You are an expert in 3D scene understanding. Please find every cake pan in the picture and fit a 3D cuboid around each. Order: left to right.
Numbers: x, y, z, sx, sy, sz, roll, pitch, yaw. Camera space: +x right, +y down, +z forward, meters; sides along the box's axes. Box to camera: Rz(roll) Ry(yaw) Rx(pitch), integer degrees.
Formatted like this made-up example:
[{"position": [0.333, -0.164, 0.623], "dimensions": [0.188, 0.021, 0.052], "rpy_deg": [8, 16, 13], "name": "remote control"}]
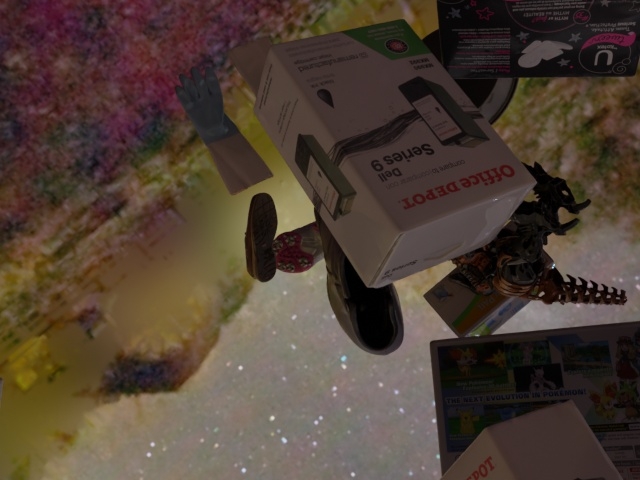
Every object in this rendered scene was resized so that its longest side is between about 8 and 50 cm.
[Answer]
[{"position": [0.285, -0.349, 1.544], "dimensions": [0.293, 0.293, 0.054], "rpy_deg": [-40, 144, 19], "name": "cake pan"}]

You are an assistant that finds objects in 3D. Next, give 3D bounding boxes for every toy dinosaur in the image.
[{"position": [0.306, 0.009, 1.100], "dimensions": [0.164, 0.322, 0.218], "rpy_deg": [-76, 180, -55], "name": "toy dinosaur"}]

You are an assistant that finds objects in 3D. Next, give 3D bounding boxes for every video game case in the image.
[{"position": [0.334, 0.278, 1.017], "dimensions": [0.329, 0.300, 0.036], "rpy_deg": [-8, 162, 17], "name": "video game case"}]

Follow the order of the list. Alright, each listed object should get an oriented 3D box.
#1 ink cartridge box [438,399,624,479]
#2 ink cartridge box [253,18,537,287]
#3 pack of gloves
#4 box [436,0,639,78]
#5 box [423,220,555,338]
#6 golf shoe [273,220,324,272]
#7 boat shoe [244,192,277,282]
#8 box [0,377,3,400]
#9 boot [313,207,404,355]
[{"position": [0.259, 0.369, 0.769], "dimensions": [0.131, 0.306, 0.226], "rpy_deg": [-9, 143, -27], "name": "ink cartridge box"}, {"position": [0.083, -0.114, 0.855], "dimensions": [0.211, 0.289, 0.121], "rpy_deg": [-20, 154, -28], "name": "ink cartridge box"}, {"position": [-0.121, -0.206, 1.188], "dimensions": [0.195, 0.232, 0.046], "rpy_deg": [-26, 173, -22], "name": "pack of gloves"}, {"position": [0.286, -0.315, 0.926], "dimensions": [0.142, 0.247, 0.163], "rpy_deg": [72, 26, -53], "name": "box"}, {"position": [0.296, 0.079, 1.221], "dimensions": [0.203, 0.103, 0.114], "rpy_deg": [-41, 152, 4], "name": "box"}, {"position": [0.000, 0.000, 1.787], "dimensions": [0.306, 0.115, 0.140], "rpy_deg": [-22, 180, 40], "name": "golf shoe"}, {"position": [-0.126, -0.007, 1.399], "dimensions": [0.064, 0.178, 0.060], "rpy_deg": [-10, -164, -42], "name": "boat shoe"}, {"position": [-0.656, 0.308, 1.157], "dimensions": [0.232, 0.149, 0.126], "rpy_deg": [-63, 171, -68], "name": "box"}, {"position": [0.068, 0.100, 1.080], "dimensions": [0.118, 0.338, 0.222], "rpy_deg": [-21, -148, 3], "name": "boot"}]
